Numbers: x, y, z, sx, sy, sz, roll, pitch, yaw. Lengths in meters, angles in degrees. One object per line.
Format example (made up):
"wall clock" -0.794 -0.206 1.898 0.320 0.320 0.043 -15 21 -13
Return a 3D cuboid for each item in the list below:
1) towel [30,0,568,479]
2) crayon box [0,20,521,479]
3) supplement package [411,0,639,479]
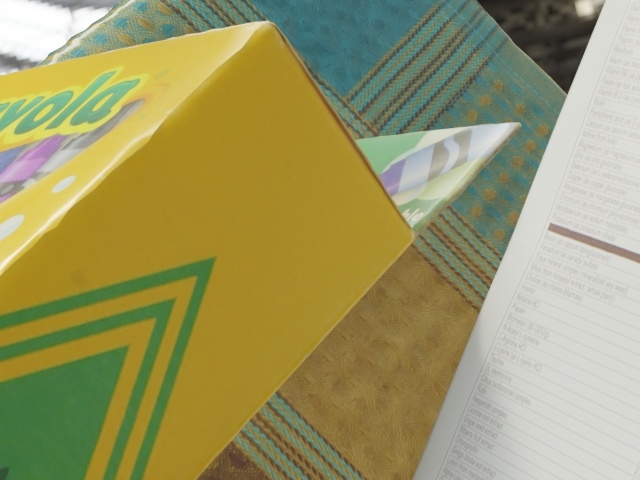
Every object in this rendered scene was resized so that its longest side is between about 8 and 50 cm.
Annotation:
"towel" 0.000 0.000 0.829 0.271 0.040 0.370 46 -135 -2
"crayon box" -0.117 0.042 0.554 0.323 0.203 0.083 -46 -66 -28
"supplement package" 0.132 0.039 0.514 0.134 0.139 0.244 21 -88 -30
